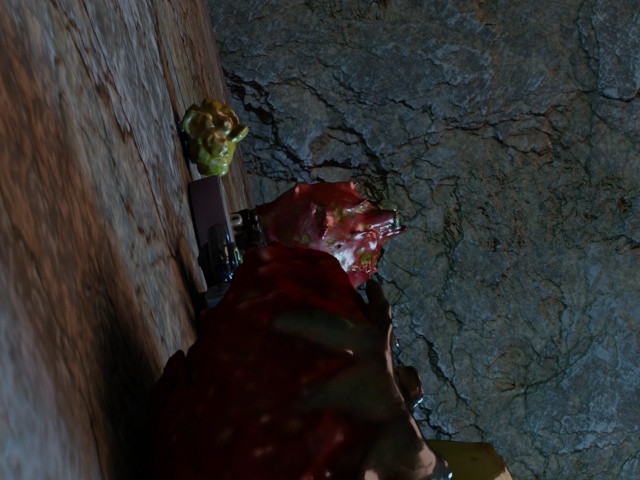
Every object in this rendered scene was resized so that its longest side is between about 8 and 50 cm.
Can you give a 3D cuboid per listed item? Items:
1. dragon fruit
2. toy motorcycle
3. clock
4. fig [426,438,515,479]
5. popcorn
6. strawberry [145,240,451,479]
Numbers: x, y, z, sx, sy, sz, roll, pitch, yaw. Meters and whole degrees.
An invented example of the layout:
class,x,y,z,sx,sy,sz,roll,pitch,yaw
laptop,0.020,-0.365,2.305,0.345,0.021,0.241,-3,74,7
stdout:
class,x,y,z,sx,sy,sz,roll,pitch,yaw
dragon fruit,0.000,0.000,1.485,0.205,0.268,0.210,39,32,-61
toy motorcycle,-0.068,0.077,0.802,0.193,0.061,0.124,82,-3,-56
clock,-0.082,0.032,1.005,0.198,0.064,0.172,77,-2,-57
fig,0.057,0.265,0.791,0.207,0.230,0.207,32,31,-23
popcorn,-0.123,-0.112,1.014,0.084,0.084,0.084,167,-90,-89
strawberry,-0.037,0.115,0.473,0.190,0.111,0.236,66,-28,15
